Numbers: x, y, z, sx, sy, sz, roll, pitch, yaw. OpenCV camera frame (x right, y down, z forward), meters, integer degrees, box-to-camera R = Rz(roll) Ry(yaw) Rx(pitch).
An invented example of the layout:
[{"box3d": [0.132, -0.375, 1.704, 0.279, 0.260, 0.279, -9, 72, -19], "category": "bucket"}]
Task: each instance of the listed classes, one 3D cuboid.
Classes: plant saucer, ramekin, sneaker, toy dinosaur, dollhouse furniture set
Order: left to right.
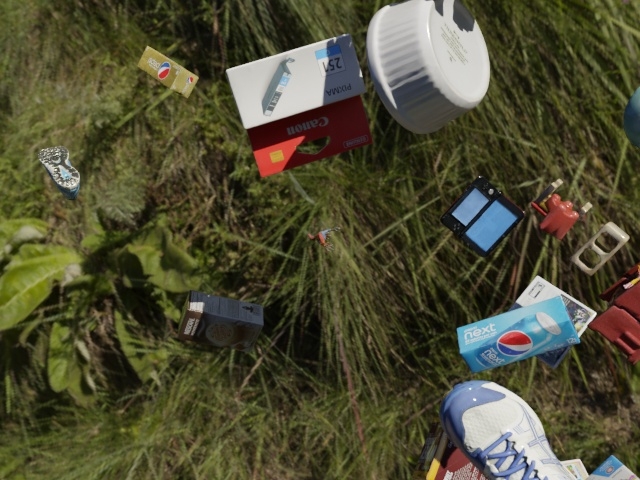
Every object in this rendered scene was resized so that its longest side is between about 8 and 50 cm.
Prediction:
[{"box3d": [-0.580, -0.148, 1.279, 0.063, 0.073, 0.162, -17, 52, -27], "category": "sneaker"}, {"box3d": [0.000, 0.000, 1.164, 0.090, 0.082, 0.047, -3, 81, 24], "category": "toy dinosaur"}, {"box3d": [0.223, -0.355, 1.134, 0.127, 0.273, 0.272, -12, 38, 45], "category": "ramekin"}, {"box3d": [0.276, 0.305, 0.748, 0.112, 0.296, 0.131, -43, 10, 7], "category": "sneaker"}, {"box3d": [0.589, 0.053, 1.246, 0.201, 0.374, 0.152, -22, -29, -54], "category": "dollhouse furniture set"}, {"box3d": [0.517, -0.188, 0.859, 0.119, 0.119, 0.021, -31, 22, 11], "category": "plant saucer"}]

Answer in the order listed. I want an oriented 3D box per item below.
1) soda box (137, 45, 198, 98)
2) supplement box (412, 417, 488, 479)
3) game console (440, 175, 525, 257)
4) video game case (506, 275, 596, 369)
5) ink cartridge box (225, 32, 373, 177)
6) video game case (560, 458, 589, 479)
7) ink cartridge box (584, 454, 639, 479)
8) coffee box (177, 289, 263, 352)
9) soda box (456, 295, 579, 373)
[{"box3d": [-0.386, -0.424, 1.448, 0.181, 0.058, 0.061, 38, 101, 37], "category": "soda box"}, {"box3d": [0.402, 0.642, 1.665, 0.191, 0.194, 0.129, -63, 0, -23], "category": "supplement box"}, {"box3d": [0.375, -0.055, 1.339, 0.144, 0.124, 0.085, -50, 36, 11], "category": "game console"}, {"box3d": [0.579, 0.207, 1.482, 0.173, 0.022, 0.190, 37, 71, 26], "category": "video game case"}, {"box3d": [-0.039, -0.308, 1.339, 0.296, 0.261, 0.066, -18, 15, -4], "category": "ink cartridge box"}, {"box3d": [0.626, 0.628, 1.425, 0.019, 0.143, 0.157, 118, 145, -42], "category": "video game case"}, {"box3d": [0.442, 0.386, 0.833, 0.088, 0.052, 0.122, -45, 14, 3], "category": "ink cartridge box"}, {"box3d": [-0.323, 0.264, 1.865, 0.098, 0.247, 0.141, -100, 30, -53], "category": "coffee box"}, {"box3d": [0.375, 0.183, 1.106, 0.210, 0.067, 0.071, -24, 29, 22], "category": "soda box"}]
